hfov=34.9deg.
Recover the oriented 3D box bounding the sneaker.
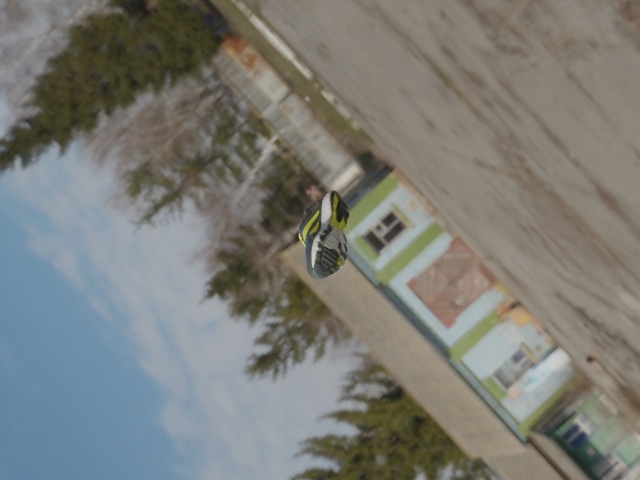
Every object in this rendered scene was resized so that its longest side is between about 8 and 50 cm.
[{"bbox_3d":[0.000,0.000,0.767,0.031,0.035,0.083,44,-142,-27],"label":"sneaker"}]
